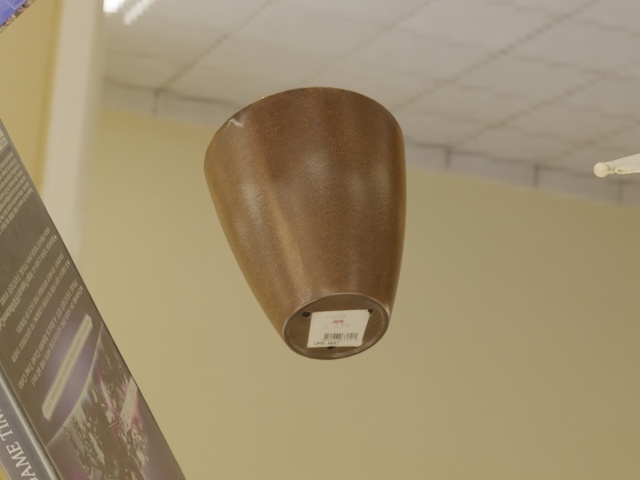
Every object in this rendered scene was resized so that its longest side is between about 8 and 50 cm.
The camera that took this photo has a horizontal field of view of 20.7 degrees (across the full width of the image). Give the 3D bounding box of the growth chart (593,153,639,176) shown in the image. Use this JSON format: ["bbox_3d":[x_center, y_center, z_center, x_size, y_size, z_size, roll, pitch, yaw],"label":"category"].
[{"bbox_3d":[0.405,-0.073,1.811,0.172,0.021,0.237,-10,-165,-31],"label":"growth chart"}]

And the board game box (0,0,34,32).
[{"bbox_3d":[-0.295,-0.373,1.613,0.232,0.291,0.141,43,130,-17],"label":"board game box"}]

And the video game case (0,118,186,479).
[{"bbox_3d":[-0.130,0.068,0.857,0.026,0.274,0.196,-23,-167,7],"label":"video game case"}]

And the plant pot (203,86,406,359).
[{"bbox_3d":[0.000,0.000,1.782,0.215,0.230,0.215,-7,141,-5],"label":"plant pot"}]
